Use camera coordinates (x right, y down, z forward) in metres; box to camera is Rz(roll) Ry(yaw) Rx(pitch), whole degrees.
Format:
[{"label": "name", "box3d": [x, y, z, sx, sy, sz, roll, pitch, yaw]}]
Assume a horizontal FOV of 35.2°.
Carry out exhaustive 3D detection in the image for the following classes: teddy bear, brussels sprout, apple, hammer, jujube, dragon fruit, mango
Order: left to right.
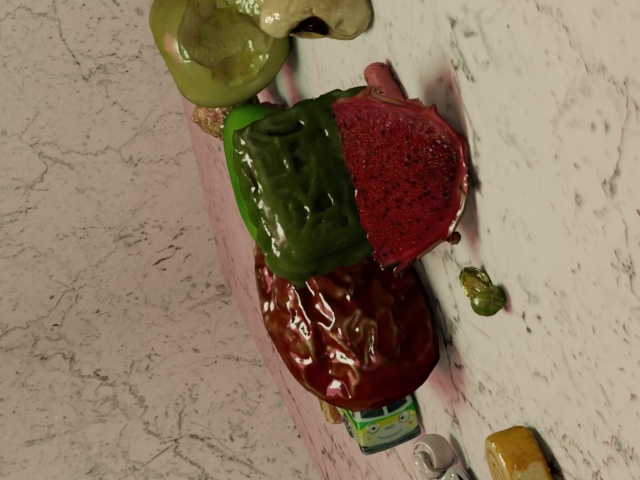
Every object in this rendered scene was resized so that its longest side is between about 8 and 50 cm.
[{"label": "apple", "box3d": [-0.193, -0.389, 1.943, 0.279, 0.279, 0.279, 161, 90, -78]}, {"label": "teddy bear", "box3d": [-0.150, -0.308, 2.190, 0.246, 0.222, 0.296, 80, -150, -58]}, {"label": "mango", "box3d": [-0.074, -0.104, 1.954, 0.382, 0.201, 0.225, 58, 180, 18]}, {"label": "jujube", "box3d": [0.037, 0.101, 1.684, 0.276, 0.276, 0.377, 103, 149, -68]}, {"label": "hammer", "box3d": [0.092, -0.219, 1.454, 0.043, 0.043, 0.083, 94, 154, -61]}, {"label": "dragon fruit", "box3d": [0.123, -0.099, 1.341, 0.126, 0.161, 0.274, -77, -27, -60]}, {"label": "brussels sprout", "box3d": [0.216, 0.069, 1.345, 0.083, 0.046, 0.051, -110, 3, -59]}]

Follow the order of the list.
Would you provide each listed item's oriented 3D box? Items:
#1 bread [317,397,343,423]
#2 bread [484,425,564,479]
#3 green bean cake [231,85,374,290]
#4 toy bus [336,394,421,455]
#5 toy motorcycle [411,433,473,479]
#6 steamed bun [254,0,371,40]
[{"label": "bread", "box3d": [0.039, 0.306, 2.281, 0.190, 0.123, 0.244, 91, 156, -54]}, {"label": "bread", "box3d": [0.281, 0.329, 1.380, 0.122, 0.073, 0.149, 99, 153, -76]}, {"label": "green bean cake", "box3d": [0.012, -0.083, 1.506, 0.156, 0.250, 0.247, 115, 135, -73]}, {"label": "toy bus", "box3d": [0.084, 0.279, 2.006, 0.276, 0.134, 0.164, -128, 23, -57]}, {"label": "toy motorcycle", "box3d": [0.236, 0.449, 1.724, 0.112, 0.112, 0.254, 115, 134, -73]}, {"label": "steamed bun", "box3d": [-0.027, -0.364, 1.487, 0.141, 0.155, 0.172, -173, 64, -75]}]
